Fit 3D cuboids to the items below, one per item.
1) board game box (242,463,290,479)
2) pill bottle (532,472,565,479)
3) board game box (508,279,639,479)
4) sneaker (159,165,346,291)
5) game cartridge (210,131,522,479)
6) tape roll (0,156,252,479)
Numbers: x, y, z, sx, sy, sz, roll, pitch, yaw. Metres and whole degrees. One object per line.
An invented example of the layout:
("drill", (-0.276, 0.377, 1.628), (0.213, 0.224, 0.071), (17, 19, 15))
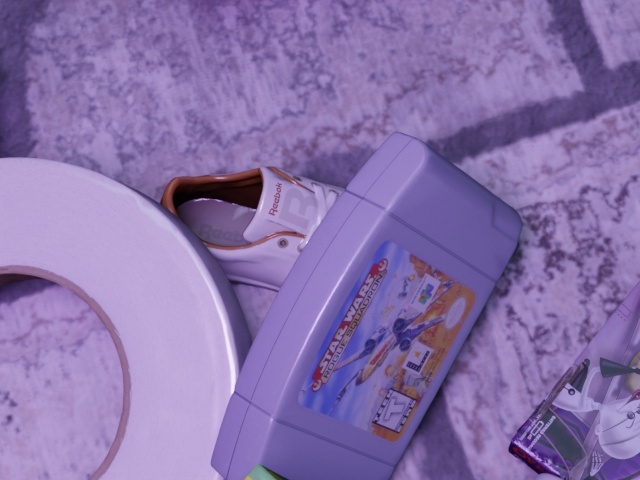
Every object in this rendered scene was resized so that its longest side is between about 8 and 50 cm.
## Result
("board game box", (0.083, 0.285, 1.070), (0.317, 0.213, 0.046), (39, 85, 20))
("pill bottle", (0.162, 0.277, 1.220), (0.094, 0.094, 0.169), (35, 77, 15))
("board game box", (0.344, 0.104, 1.296), (0.208, 0.056, 0.347), (38, 77, 12))
("sneaker", (0.000, 0.000, 1.322), (0.290, 0.123, 0.106), (6, 69, 5))
("game cartridge", (0.038, 0.073, 1.221), (0.062, 0.198, 0.297), (28, 90, 34))
("tape roll", (-0.246, 0.127, 1.270), (0.392, 0.072, 0.392), (-1, 85, 10))
